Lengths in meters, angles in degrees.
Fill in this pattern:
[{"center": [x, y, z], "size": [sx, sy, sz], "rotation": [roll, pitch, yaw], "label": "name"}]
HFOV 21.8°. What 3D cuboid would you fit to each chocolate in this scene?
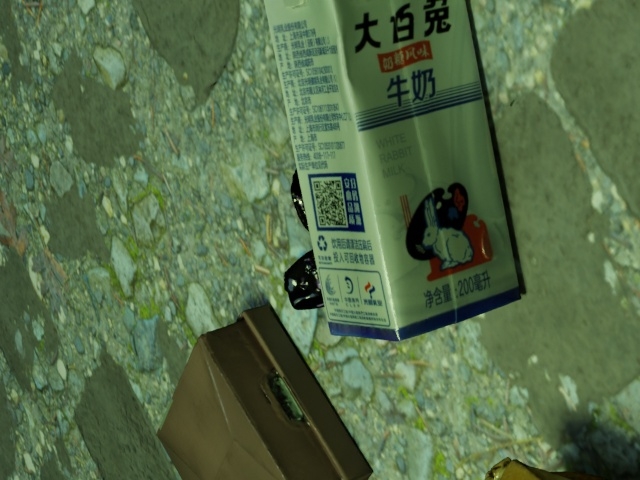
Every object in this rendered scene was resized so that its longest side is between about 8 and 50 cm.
[{"center": [0.002, 0.001, 1.499], "size": [0.072, 0.070, 0.147], "rotation": [35, 144, 32], "label": "chocolate"}]

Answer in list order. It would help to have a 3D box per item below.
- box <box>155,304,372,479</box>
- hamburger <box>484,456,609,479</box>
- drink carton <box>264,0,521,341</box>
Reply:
[{"center": [-0.064, 0.214, 1.671], "size": [0.215, 0.086, 0.215], "rotation": [57, 147, 23], "label": "box"}, {"center": [0.208, 0.285, 1.218], "size": [0.156, 0.144, 0.283], "rotation": [-35, 73, 58], "label": "hamburger"}, {"center": [0.054, -0.089, 1.291], "size": [0.106, 0.130, 0.315], "rotation": [3, 106, 56], "label": "drink carton"}]
